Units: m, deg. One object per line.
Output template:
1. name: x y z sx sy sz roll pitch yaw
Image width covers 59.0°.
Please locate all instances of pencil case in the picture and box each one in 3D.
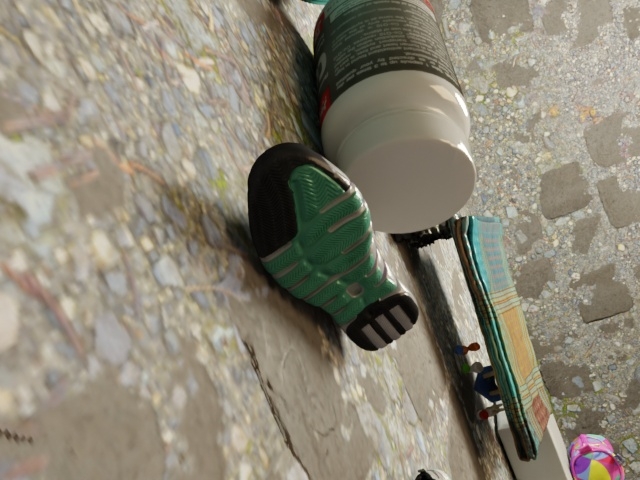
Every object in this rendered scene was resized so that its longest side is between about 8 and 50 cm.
1. pencil case: 0.574 0.463 1.185 0.236 0.105 0.104 31 42 -65

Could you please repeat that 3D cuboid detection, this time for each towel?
1. towel: 0.306 0.133 0.926 0.271 0.040 0.369 -1 75 -63

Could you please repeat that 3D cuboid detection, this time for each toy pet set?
1. toy pet set: 0.269 0.238 0.959 0.114 0.065 0.122 -3 66 -34

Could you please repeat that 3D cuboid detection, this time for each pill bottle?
1. pill bottle: 0.077 -0.158 0.645 0.161 0.161 0.283 50 27 -45

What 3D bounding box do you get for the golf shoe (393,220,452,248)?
1. golf shoe: 0.160 -0.040 0.882 0.198 0.077 0.093 17 54 -68

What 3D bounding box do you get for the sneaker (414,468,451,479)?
1. sneaker: 0.105 0.253 0.503 0.069 0.038 0.098 41 24 -51

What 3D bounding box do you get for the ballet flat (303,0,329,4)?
1. ballet flat: -0.055 -0.342 0.521 0.182 0.164 0.483 47 23 -2

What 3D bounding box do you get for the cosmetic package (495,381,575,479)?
1. cosmetic package: 0.467 0.468 1.171 0.376 0.098 0.284 67 21 -7

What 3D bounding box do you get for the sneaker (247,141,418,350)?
1. sneaker: 0.000 0.000 0.444 0.223 0.083 0.098 57 2 -44
